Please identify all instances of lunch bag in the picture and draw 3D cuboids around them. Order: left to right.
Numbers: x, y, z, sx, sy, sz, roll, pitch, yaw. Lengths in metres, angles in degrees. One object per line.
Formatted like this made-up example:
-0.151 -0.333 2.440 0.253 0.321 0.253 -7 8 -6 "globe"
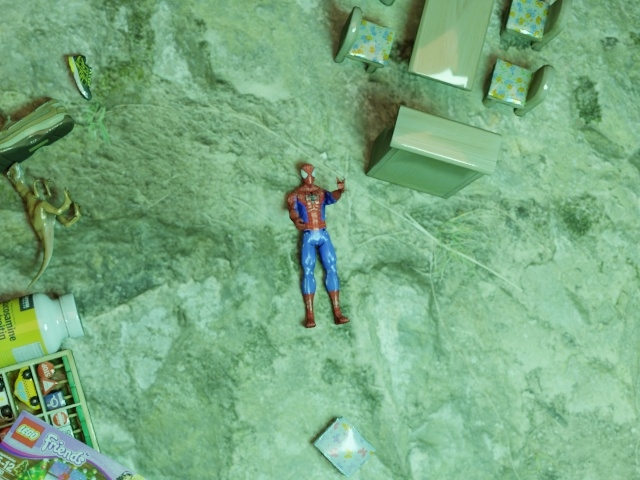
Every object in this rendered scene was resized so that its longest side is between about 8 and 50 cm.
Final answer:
0.039 0.345 1.840 0.083 0.053 0.071 46 81 -11 "lunch bag"

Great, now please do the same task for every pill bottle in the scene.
-0.480 0.143 1.761 0.184 0.103 0.103 -16 86 -10 "pill bottle"

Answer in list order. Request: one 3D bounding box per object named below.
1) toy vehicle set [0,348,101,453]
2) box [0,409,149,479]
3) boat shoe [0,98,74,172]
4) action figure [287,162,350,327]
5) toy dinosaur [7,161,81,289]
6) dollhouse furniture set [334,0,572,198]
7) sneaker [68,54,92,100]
-0.450 0.326 1.777 0.166 0.035 0.267 -17 86 -10 "toy vehicle set"
-0.388 0.420 1.680 0.293 0.057 0.201 28 63 4 "box"
-0.509 -0.174 1.823 0.190 0.068 0.072 -31 75 -19 "boat shoe"
0.000 0.000 1.838 0.091 0.139 0.281 -7 82 -10 "action figure"
-0.457 -0.032 1.817 0.112 0.064 0.212 -21 79 3 "toy dinosaur"
0.216 -0.297 1.842 0.362 0.256 0.394 16 81 -7 "dollhouse furniture set"
-0.402 -0.280 1.861 0.035 0.031 0.083 -22 87 -11 "sneaker"
